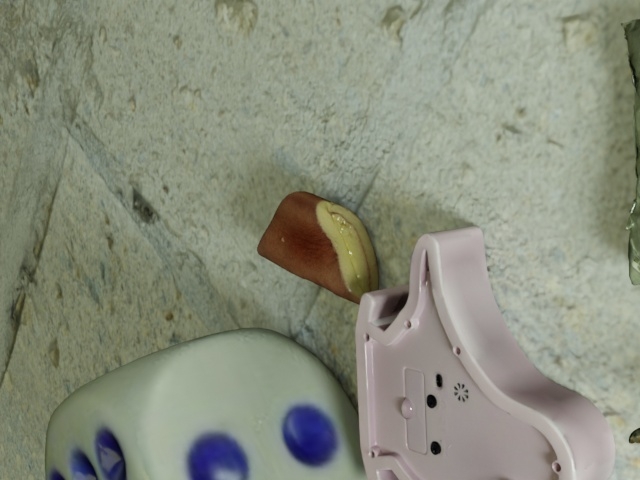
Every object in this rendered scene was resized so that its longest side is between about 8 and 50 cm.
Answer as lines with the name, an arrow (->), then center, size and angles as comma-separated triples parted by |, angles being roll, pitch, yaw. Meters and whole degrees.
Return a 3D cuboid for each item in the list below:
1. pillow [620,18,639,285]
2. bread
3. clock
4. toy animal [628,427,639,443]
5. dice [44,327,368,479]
pillow -> 0.314, -0.073, 0.767 | 0.148, 0.050, 0.229 | 2, 101, 38
bread -> 0.001, 0.000, 1.117 | 0.192, 0.067, 0.119 | 28, 126, 43
clock -> 0.153, 0.131, 0.965 | 0.275, 0.080, 0.290 | 2, 100, 48
toy animal -> 0.369, 0.166, 0.713 | 0.260, 0.087, 0.243 | 28, 118, 39
dice -> -0.127, 0.292, 1.142 | 0.277, 0.304, 0.304 | -42, 66, 45
